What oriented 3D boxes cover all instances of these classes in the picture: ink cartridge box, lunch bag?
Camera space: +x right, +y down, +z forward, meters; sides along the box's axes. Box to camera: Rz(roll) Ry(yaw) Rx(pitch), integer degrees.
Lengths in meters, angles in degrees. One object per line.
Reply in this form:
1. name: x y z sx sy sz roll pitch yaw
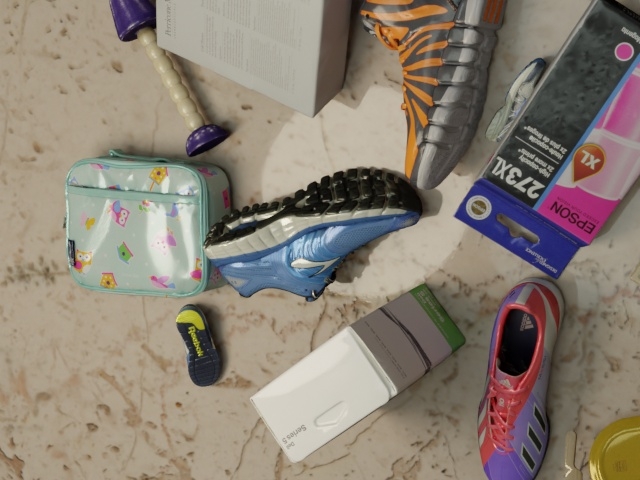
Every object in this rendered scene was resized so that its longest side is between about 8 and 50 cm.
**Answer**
1. ink cartridge box: 0.340 -0.126 1.726 0.175 0.069 0.371 32 115 1
2. lunch bag: -0.277 -0.029 2.040 0.279 0.108 0.224 4 102 25
3. ink cartridge box: 0.058 0.182 1.824 0.198 0.273 0.115 -39 82 26

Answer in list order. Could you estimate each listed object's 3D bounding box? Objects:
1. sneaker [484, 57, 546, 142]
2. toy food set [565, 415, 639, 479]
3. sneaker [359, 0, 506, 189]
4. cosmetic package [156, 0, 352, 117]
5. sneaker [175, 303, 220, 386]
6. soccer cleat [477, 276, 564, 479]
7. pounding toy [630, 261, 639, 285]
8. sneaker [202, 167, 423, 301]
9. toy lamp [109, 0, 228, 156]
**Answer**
1. sneaker: 0.280 -0.186 1.777 0.058 0.052 0.135 31 119 7
2. toy food set: 0.444 0.308 1.782 0.217 0.071 0.128 -12 70 25
3. sneaker: 0.136 -0.240 1.805 0.180 0.124 0.321 19 97 26
4. cosmetic package: -0.093 -0.388 1.801 0.284 0.097 0.377 25 138 18
5. sneaker: -0.194 0.165 2.072 0.053 0.059 0.144 -12 113 -3
6. soccer cleat: 0.268 0.212 1.815 0.108 0.116 0.318 14 105 23
7. pounding toy: 0.491 0.049 1.698 0.141 0.100 0.130 33 98 14
8. sneaker: 0.000 0.000 1.917 0.330 0.130 0.147 -16 119 19
9. toy lamp: -0.240 -0.262 1.995 0.080 0.080 0.275 -31 84 27
